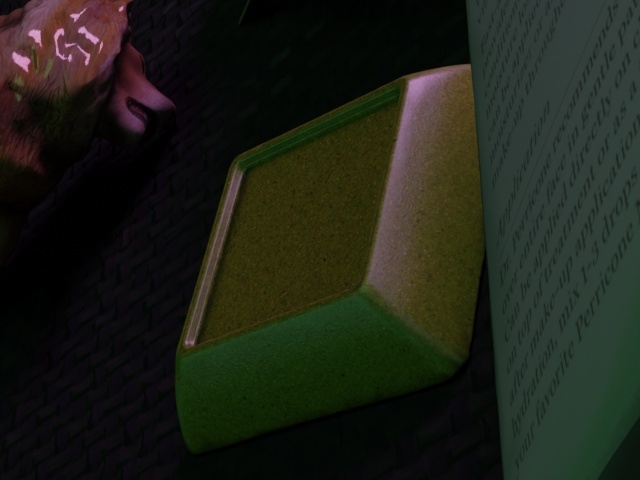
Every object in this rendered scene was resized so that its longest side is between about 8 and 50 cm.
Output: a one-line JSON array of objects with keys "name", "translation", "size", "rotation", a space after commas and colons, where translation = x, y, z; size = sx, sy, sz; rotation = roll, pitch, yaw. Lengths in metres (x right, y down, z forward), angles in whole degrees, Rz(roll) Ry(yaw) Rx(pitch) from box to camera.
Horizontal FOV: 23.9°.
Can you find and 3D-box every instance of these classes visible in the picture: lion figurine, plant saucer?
[{"name": "lion figurine", "translation": [-0.269, -0.003, 1.035], "size": [0.392, 0.142, 0.240], "rotation": [-35, 28, 33]}, {"name": "plant saucer", "translation": [0.000, 0.000, 0.762], "size": [0.188, 0.045, 0.188], "rotation": [-22, 43, 40]}]

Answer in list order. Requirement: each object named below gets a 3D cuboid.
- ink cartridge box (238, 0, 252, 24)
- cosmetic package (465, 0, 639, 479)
[{"name": "ink cartridge box", "translation": [-0.031, -0.262, 1.013], "size": [0.209, 0.062, 0.109], "rotation": [-67, 7, -23]}, {"name": "cosmetic package", "translation": [0.151, -0.124, 0.491], "size": [0.230, 0.161, 0.453], "rotation": [106, 169, -45]}]
